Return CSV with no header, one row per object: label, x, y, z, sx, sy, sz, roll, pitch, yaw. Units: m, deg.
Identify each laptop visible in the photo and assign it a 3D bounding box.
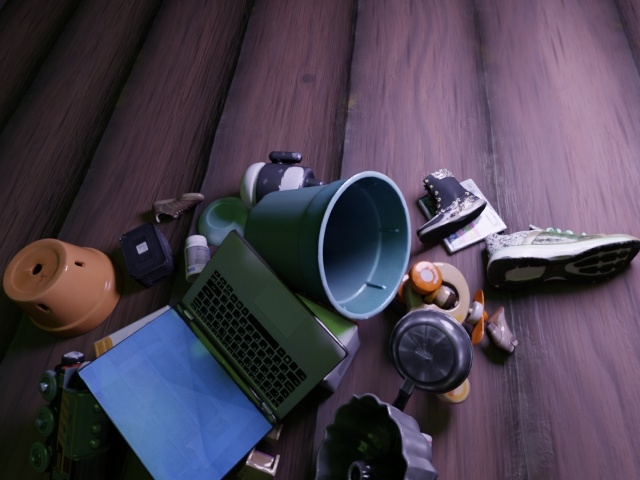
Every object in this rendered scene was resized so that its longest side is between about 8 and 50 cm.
laptop,-0.233,0.260,0.878,0.382,0.236,0.408,45,113,12

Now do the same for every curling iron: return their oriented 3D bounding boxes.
curling iron,0.246,0.234,1.114,0.068,0.035,0.274,-34,62,-13

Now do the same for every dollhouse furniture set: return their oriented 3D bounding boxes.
dollhouse furniture set,-0.232,0.451,1.066,0.286,0.198,0.303,24,35,-2

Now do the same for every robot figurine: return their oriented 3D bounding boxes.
robot figurine,-0.118,-0.157,1.311,0.278,0.174,0.209,8,53,14

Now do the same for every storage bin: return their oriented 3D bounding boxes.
storage bin,-0.554,0.045,1.324,0.122,0.084,0.180,-29,62,-6

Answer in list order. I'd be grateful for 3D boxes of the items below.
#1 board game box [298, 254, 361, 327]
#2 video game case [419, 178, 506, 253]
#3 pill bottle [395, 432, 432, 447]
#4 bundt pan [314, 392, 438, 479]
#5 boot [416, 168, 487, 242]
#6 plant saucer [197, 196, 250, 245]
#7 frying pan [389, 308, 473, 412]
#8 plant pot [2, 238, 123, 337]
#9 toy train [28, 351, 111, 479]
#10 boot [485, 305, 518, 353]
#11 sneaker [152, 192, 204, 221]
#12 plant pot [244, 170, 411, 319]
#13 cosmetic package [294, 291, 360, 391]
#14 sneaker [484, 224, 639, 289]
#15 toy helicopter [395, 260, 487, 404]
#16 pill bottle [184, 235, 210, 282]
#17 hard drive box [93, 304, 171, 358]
board game box,0.055,0.142,1.191,0.193,0.045,0.147,24,69,20
video game case,0.431,-0.078,1.258,0.183,0.023,0.201,-23,62,-3
pill bottle,0.203,0.524,0.939,0.087,0.087,0.160,7,63,13
bundt pan,0.120,0.504,0.864,0.124,0.331,0.331,23,62,-23
boot,0.349,-0.106,1.226,0.236,0.085,0.179,-27,60,-12
plant saucer,-0.325,-0.076,1.376,0.195,0.037,0.195,-4,61,7
frying pan,0.208,0.303,0.983,0.326,0.053,0.197,-43,67,18
plant pot,-0.796,0.125,1.255,0.290,0.203,0.291,-4,61,8
toy train,-0.611,0.456,1.034,0.190,0.142,0.334,5,88,28
boot,0.479,0.235,1.072,0.087,0.042,0.118,47,51,7
sneaker,-0.487,-0.111,1.417,0.188,0.066,0.071,-12,78,9
plant pot,0.000,0.000,1.058,0.334,0.341,0.341,7,60,45
cosmetic package,-0.100,0.223,1.081,0.385,0.217,0.156,27,70,19
sneaker,0.642,0.010,1.119,0.410,0.158,0.182,-4,44,2
toy helicopter,0.329,0.227,1.046,0.235,0.140,0.355,3,66,-10
pill bottle,-0.387,0.058,1.292,0.078,0.078,0.137,-15,61,2
hard drive box,-0.495,0.323,1.164,0.232,0.089,0.181,-28,62,-6
